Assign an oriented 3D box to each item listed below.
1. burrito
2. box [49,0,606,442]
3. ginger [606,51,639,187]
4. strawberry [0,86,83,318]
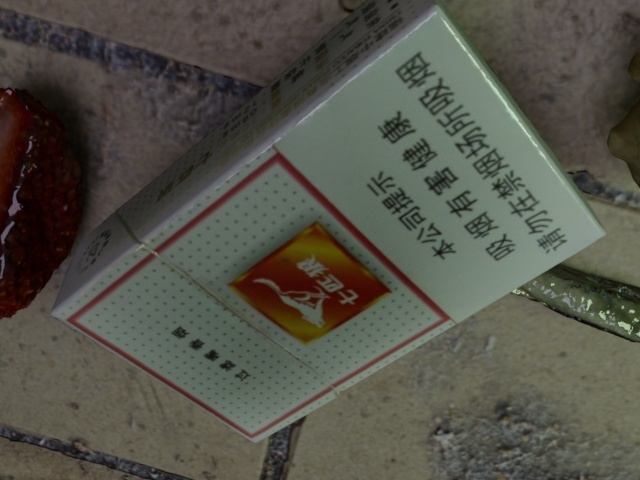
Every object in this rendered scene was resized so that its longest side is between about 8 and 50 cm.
[{"bbox_3d":[0.214,0.045,0.576,0.171,0.051,0.042,22,127,-1],"label":"burrito"},{"bbox_3d":[0.000,0.000,0.499,0.330,0.095,0.210,-34,122,22],"label":"box"},{"bbox_3d":[0.311,-0.157,0.406,0.190,0.126,0.353,17,121,8],"label":"ginger"},{"bbox_3d":[-0.284,-0.017,0.623,0.236,0.107,0.175,-23,78,29],"label":"strawberry"}]
